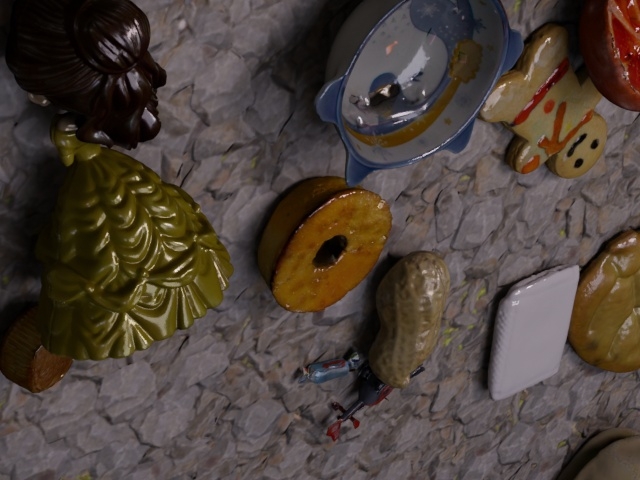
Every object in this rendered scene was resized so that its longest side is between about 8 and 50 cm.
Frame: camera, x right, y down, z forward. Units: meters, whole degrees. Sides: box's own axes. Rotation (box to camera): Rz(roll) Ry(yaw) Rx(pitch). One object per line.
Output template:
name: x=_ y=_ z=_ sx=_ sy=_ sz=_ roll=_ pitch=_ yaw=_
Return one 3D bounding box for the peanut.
peanut: x=0.094 y=0.086 z=1.777 sx=0.080 sy=0.080 sz=0.174 roll=-10 pitch=127 yaw=-37

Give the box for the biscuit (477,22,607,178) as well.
biscuit: x=0.260 y=-0.141 z=1.779 sx=0.153 sy=0.030 sz=0.234 roll=-45 pitch=141 yaw=-1

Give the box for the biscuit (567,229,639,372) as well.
biscuit: x=0.405 y=0.083 z=2.086 sx=0.203 sy=0.041 sz=0.260 roll=-34 pitch=137 yaw=-16

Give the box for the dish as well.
dish: x=0.070 y=-0.165 z=1.539 sx=0.236 sy=0.086 sz=0.227 roll=6 pitch=118 yaw=-45

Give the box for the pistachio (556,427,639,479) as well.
pistachio: x=0.418 y=0.415 z=2.264 sx=0.226 sy=0.208 sz=0.331 roll=13 pitch=111 yaw=0

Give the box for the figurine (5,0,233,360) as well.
figurine: x=-0.187 y=-0.078 z=1.351 sx=0.187 sy=0.168 sz=0.315 roll=-20 pitch=125 yaw=-15

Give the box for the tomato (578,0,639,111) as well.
tomato: x=0.319 y=-0.212 z=1.725 sx=0.156 sy=0.069 sz=0.155 roll=18 pitch=66 yaw=-49

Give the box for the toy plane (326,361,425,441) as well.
toy plane: x=0.059 y=0.175 z=1.851 sx=0.145 sy=0.037 sz=0.060 roll=-41 pitch=151 yaw=-14

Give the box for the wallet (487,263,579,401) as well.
wallet: x=0.260 y=0.113 z=1.987 sx=0.124 sy=0.032 sz=0.182 roll=-20 pitch=132 yaw=-30

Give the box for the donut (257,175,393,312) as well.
donut: x=0.000 y=0.000 z=1.633 sx=0.152 sy=0.058 sz=0.152 roll=-24 pitch=136 yaw=-26

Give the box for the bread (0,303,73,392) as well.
bread: x=-0.261 y=0.095 z=1.477 sx=0.085 sy=0.053 sz=0.085 roll=-47 pitch=157 yaw=-27

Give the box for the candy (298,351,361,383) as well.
candy: x=0.011 y=0.143 z=1.791 sx=0.083 sy=0.020 sz=0.030 roll=-9 pitch=127 yaw=-36
